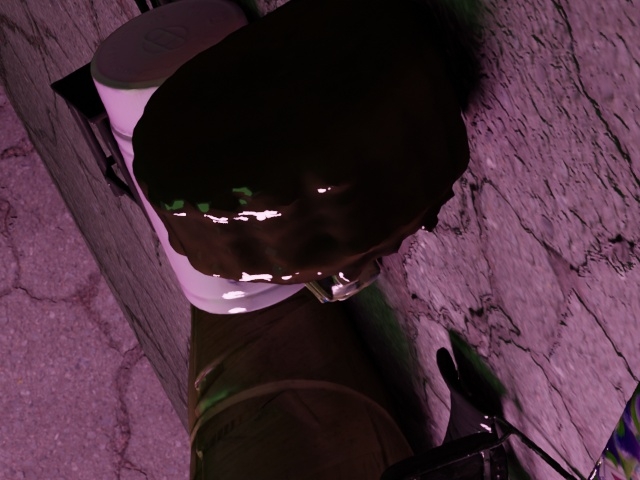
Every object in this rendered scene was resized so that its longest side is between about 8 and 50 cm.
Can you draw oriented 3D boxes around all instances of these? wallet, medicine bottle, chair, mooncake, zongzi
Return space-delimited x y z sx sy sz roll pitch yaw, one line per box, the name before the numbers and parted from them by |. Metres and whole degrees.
wallet | 0.000 0.000 1.696 0.110 0.039 0.155 59 -166 4
medicine bottle | -0.096 -0.076 1.784 0.152 0.152 0.254 43 159 53
chair | 0.106 0.209 1.619 0.221 0.145 0.140 -127 24 -45
mooncake | -0.010 -0.064 1.325 0.228 0.228 0.124 42 164 55
chair | -0.187 -0.163 1.994 0.154 0.141 0.260 37 156 60
zongzi | 0.015 0.188 2.082 0.500 0.218 0.467 52 -146 -63

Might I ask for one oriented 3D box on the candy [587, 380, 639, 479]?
candy | 0.223 0.124 1.185 0.088 0.061 0.312 54 166 17
